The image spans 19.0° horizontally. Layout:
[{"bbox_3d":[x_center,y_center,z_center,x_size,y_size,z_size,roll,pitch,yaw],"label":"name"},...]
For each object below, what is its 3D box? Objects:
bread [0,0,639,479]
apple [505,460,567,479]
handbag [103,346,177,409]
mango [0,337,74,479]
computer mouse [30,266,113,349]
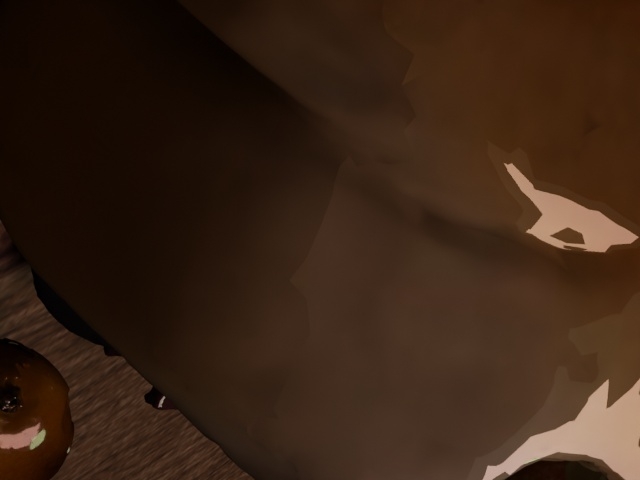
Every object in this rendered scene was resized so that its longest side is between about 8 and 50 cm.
[{"bbox_3d":[0.113,-0.052,0.614,0.424,0.329,0.245,-1,138,-31],"label":"bread"},{"bbox_3d":[0.197,0.216,1.739,0.234,0.257,0.257,-22,152,-51],"label":"apple"},{"bbox_3d":[0.002,0.002,0.987,0.203,0.074,0.216,-49,165,8],"label":"handbag"},{"bbox_3d":[-0.143,0.077,0.808,0.077,0.063,0.127,-11,164,-8],"label":"mango"},{"bbox_3d":[0.011,-0.013,0.816,0.264,0.088,0.147,-26,140,-27],"label":"computer mouse"}]
